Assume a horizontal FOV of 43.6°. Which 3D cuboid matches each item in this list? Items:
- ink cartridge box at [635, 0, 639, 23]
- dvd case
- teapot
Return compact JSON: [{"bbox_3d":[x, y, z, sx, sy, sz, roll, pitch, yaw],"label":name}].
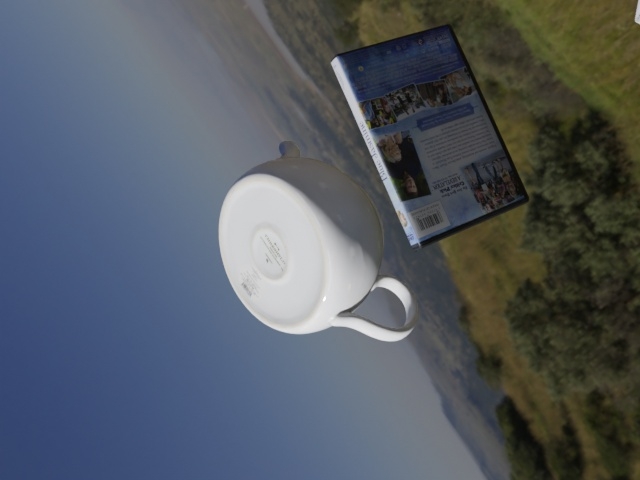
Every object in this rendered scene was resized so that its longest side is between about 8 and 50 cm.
[{"bbox_3d":[0.669,-0.438,1.430,0.060,0.180,0.104,-101,10,-63],"label":"ink cartridge box"},{"bbox_3d":[0.138,-0.133,0.984,0.253,0.180,0.022,67,154,4],"label":"dvd case"},{"bbox_3d":[0.000,0.000,1.093,0.253,0.187,0.255,8,108,44],"label":"teapot"}]
